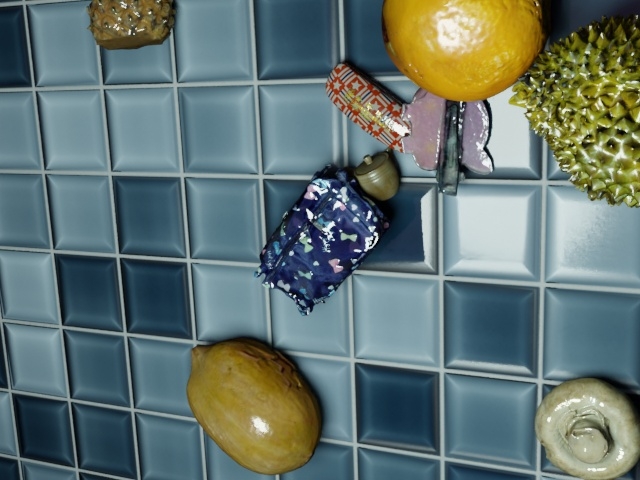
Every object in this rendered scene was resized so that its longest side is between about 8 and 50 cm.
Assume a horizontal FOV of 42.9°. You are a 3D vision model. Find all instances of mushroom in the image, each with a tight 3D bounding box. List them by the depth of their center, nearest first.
[{"bbox_3d":[0.419,0.299,1.276,0.166,0.127,0.166,8,105,29],"label":"mushroom"}]

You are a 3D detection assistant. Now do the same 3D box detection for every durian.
[{"bbox_3d":[0.412,-0.174,1.100,0.293,0.258,0.258,44,116,-10],"label":"durian"}]

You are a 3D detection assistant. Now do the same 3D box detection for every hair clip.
[{"bbox_3d":[0.200,-0.163,1.286,0.146,0.056,0.187,-2,93,2],"label":"hair clip"}]

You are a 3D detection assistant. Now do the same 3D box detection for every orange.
[{"bbox_3d":[0.207,-0.321,1.156,0.246,0.246,0.246,6,105,22],"label":"orange"}]

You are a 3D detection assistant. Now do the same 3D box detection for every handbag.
[{"bbox_3d":[0.000,0.000,1.386,0.162,0.113,0.260,40,124,5],"label":"handbag"}]

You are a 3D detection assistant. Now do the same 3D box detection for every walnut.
[{"bbox_3d":[-0.124,0.288,1.472,0.298,0.203,0.203,43,115,12],"label":"walnut"}]

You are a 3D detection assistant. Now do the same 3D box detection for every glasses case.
[{"bbox_3d":[0.088,-0.214,1.339,0.194,0.049,0.073,39,114,11],"label":"glasses case"}]

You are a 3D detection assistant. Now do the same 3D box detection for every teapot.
[{"bbox_3d":[0.087,-0.114,1.369,0.110,0.085,0.080,0,129,52],"label":"teapot"}]

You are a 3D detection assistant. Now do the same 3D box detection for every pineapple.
[{"bbox_3d":[-0.345,-0.518,1.413,0.165,0.165,0.365,-7,91,25],"label":"pineapple"}]
